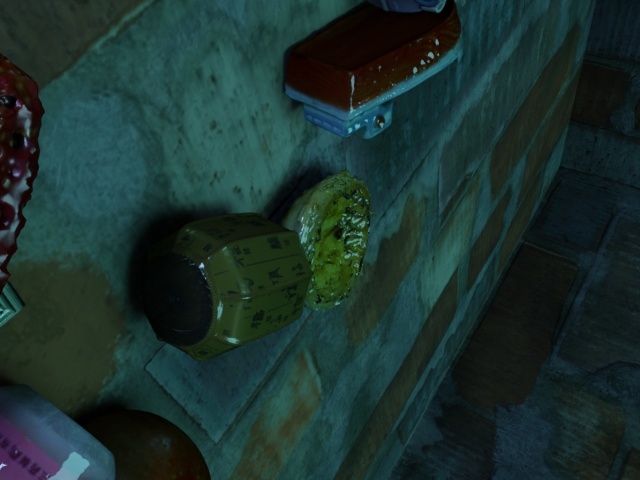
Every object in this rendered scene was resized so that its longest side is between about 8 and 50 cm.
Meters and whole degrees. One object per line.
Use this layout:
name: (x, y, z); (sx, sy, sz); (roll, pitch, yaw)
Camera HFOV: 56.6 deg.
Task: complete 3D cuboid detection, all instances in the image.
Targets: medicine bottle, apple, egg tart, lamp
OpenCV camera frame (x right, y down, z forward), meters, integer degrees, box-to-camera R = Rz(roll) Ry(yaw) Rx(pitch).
medicine bottle: (-0.303, 0.254, 0.501); (0.247, 0.147, 0.147); (-52, 150, -29)
apple: (-0.215, 0.288, 0.664); (0.181, 0.168, 0.181); (-43, 149, -34)
egg tart: (0.000, 0.000, 0.923); (0.252, 0.098, 0.231); (-43, 139, -46)
lamp: (-0.106, 0.049, 0.696); (0.185, 0.161, 0.161); (-19, 127, -57)

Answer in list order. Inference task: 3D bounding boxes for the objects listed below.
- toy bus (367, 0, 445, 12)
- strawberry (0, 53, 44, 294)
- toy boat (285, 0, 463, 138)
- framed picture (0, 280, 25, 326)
toy bus: (0.100, -0.394, 0.730); (0.142, 0.142, 0.202); (-63, 154, -8)
strawberry: (-0.267, -0.002, 0.370); (0.286, 0.106, 0.188); (-63, 154, -10)
toy boat: (0.100, -0.248, 0.842); (0.332, 0.145, 0.133); (-39, 143, -33)
framed picture: (-0.349, 0.071, 0.412); (0.252, 0.014, 0.197); (-48, 148, -33)
